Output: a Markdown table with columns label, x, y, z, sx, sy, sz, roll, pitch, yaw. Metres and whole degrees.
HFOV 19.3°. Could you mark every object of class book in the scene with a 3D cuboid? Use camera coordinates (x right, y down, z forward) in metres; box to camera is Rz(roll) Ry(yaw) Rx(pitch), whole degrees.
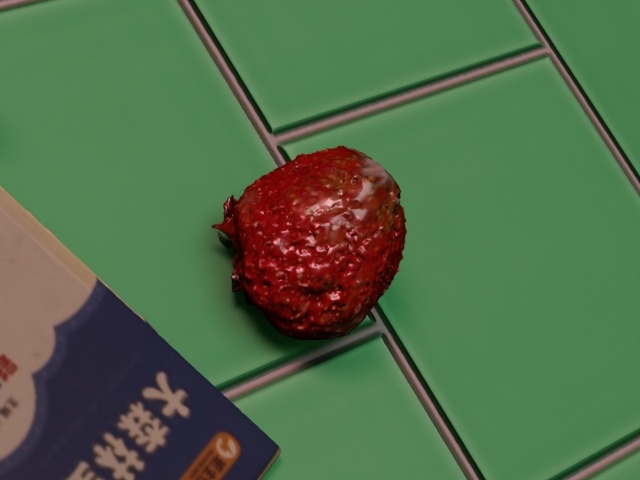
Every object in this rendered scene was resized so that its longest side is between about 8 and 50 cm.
| label | x | y | z | sx | sy | sz | roll | pitch | yaw |
| --- | --- | --- | --- | --- | --- | --- | --- | --- | --- |
| book | -0.189 | 0.062 | 0.888 | 0.322 | 0.018 | 0.228 | 42 | 48 | -3 |

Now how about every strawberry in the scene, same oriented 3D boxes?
| label | x | y | z | sx | sy | sz | roll | pitch | yaw |
| --- | --- | --- | --- | --- | --- | --- | --- | --- | --- |
| strawberry | 0.001 | 0.000 | 1.000 | 0.106 | 0.106 | 0.106 | 16 | 54 | -24 |
